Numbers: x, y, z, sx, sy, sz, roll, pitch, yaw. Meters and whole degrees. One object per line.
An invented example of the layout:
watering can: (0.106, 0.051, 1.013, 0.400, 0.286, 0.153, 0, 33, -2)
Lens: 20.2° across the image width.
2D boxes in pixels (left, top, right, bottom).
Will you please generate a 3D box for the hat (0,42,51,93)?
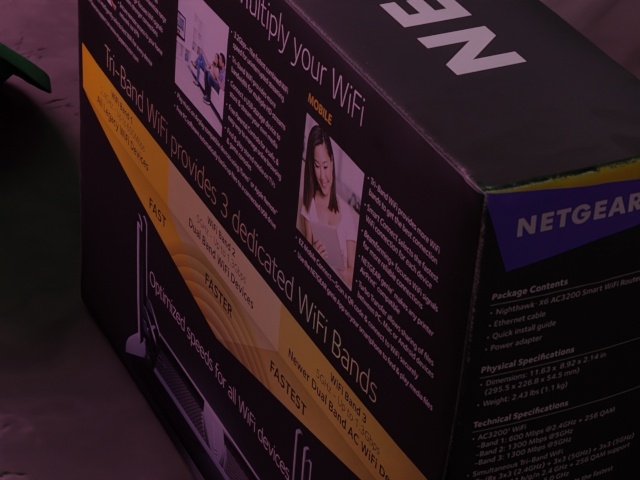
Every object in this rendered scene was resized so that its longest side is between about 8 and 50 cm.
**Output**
hat: (-0.253, -0.044, 0.881, 0.173, 0.184, 0.208, 26, -3, 18)

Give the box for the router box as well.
router box: (0.000, 0.000, 0.649, 0.081, 0.243, 0.309, -13, 38, -24)

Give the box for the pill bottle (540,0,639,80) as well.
pill bottle: (0.130, -0.241, 0.989, 0.176, 0.176, 0.319, -8, 60, -18)
